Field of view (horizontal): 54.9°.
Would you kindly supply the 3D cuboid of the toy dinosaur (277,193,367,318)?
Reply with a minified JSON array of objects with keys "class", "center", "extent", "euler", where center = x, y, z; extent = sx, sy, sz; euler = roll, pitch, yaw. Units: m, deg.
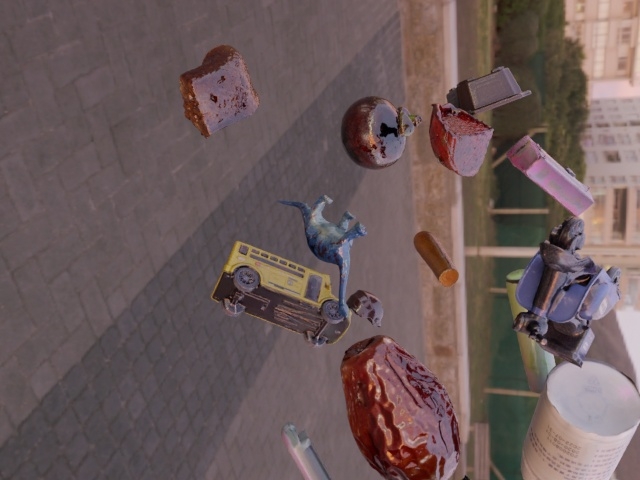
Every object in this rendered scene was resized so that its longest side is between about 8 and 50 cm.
[{"class":"toy dinosaur","center":[0.025,-0.012,1.237],"extent":[0.076,0.144,0.329],"euler":[20,32,-52]}]

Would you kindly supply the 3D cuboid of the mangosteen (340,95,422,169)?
[{"class":"mangosteen","center":[0.165,-0.306,1.756],"extent":[0.216,0.216,0.216],"euler":[1,90,-72]}]

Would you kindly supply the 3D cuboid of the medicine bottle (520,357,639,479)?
[{"class":"medicine bottle","center":[0.557,0.430,1.348],"extent":[0.190,0.190,0.332],"euler":[-70,163,-46]}]

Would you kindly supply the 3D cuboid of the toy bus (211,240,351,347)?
[{"class":"toy bus","center":[-0.085,0.130,1.503],"extent":[0.145,0.331,0.151],"euler":[121,-13,-45]}]

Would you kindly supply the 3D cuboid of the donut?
[{"class":"donut","center":[-0.185,-0.290,1.174],"extent":[0.186,0.144,0.126],"euler":[-36,131,-27]}]

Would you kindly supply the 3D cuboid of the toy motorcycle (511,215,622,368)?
[{"class":"toy motorcycle","center":[0.431,0.102,1.084],"extent":[0.358,0.125,0.212],"euler":[35,82,-52]}]

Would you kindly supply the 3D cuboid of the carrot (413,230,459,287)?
[{"class":"carrot","center":[0.308,0.040,1.663],"extent":[0.225,0.067,0.067],"euler":[-112,-171,-57]}]

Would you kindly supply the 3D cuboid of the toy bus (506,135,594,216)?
[{"class":"toy bus","center":[0.647,-0.177,1.722],"extent":[0.274,0.090,0.112],"euler":[30,27,-26]}]

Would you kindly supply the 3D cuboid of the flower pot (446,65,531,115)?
[{"class":"flower pot","center":[0.379,-0.347,1.467],"extent":[0.251,0.179,0.084],"euler":[-73,142,-82]}]

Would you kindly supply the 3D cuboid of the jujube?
[{"class":"jujube","center":[0.141,0.320,1.133],"extent":[0.290,0.197,0.197],"euler":[63,20,-1]}]

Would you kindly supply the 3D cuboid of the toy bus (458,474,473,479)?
[{"class":"toy bus","center":[0.178,0.493,0.984],"extent":[0.150,0.262,0.128],"euler":[179,-109,-78]}]

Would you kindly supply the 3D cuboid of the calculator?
[{"class":"calculator","center":[0.003,0.442,1.128],"extent":[0.246,0.045,0.141],"euler":[58,-8,5]}]

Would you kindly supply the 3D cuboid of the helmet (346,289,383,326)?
[{"class":"helmet","center":[0.125,0.175,1.639],"extent":[0.123,0.098,0.070],"euler":[31,90,-38]}]

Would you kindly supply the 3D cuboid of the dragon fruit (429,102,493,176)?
[{"class":"dragon fruit","center":[0.258,-0.199,1.251],"extent":[0.161,0.120,0.127],"euler":[-18,132,-45]}]

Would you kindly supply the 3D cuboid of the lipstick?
[{"class":"lipstick","center":[0.501,0.214,1.453],"extent":[0.076,0.076,0.304],"euler":[-50,126,-63]}]
